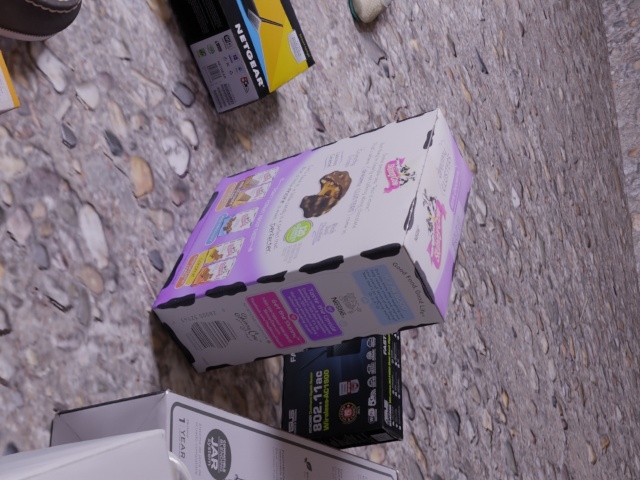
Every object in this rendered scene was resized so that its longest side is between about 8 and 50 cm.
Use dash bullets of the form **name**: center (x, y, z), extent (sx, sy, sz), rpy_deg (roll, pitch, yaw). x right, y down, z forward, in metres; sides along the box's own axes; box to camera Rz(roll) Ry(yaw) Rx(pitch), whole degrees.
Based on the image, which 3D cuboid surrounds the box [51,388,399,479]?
- **box**: center (-0.045, 0.213, 0.631), extent (0.290, 0.087, 0.169), rpy_deg (32, 49, -53)

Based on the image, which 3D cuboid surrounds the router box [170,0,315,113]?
- **router box**: center (-0.077, -0.212, 0.832), extent (0.179, 0.046, 0.133), rpy_deg (67, 27, -15)

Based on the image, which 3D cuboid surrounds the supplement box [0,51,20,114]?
- **supplement box**: center (-0.212, -0.088, 0.516), extent (0.098, 0.036, 0.062), rpy_deg (-30, 104, -63)

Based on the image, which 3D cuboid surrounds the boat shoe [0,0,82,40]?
- **boat shoe**: center (-0.222, -0.225, 0.502), extent (0.335, 0.095, 0.112), rpy_deg (43, 40, -46)

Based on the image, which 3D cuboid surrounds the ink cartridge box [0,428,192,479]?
- **ink cartridge box**: center (-0.183, 0.234, 0.269), extent (0.384, 0.160, 0.279), rpy_deg (-4, 80, -62)

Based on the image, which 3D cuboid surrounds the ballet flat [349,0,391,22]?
- **ballet flat**: center (0.076, -0.316, 1.176), extent (0.057, 0.052, 0.168), rpy_deg (60, 31, -29)

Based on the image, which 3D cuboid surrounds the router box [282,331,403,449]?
- **router box**: center (0.018, 0.107, 0.801), extent (0.038, 0.092, 0.122), rpy_deg (40, 42, -48)

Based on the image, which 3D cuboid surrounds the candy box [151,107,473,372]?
- **candy box**: center (0.000, 0.000, 0.705), extent (0.070, 0.196, 0.165), rpy_deg (59, 31, -28)
